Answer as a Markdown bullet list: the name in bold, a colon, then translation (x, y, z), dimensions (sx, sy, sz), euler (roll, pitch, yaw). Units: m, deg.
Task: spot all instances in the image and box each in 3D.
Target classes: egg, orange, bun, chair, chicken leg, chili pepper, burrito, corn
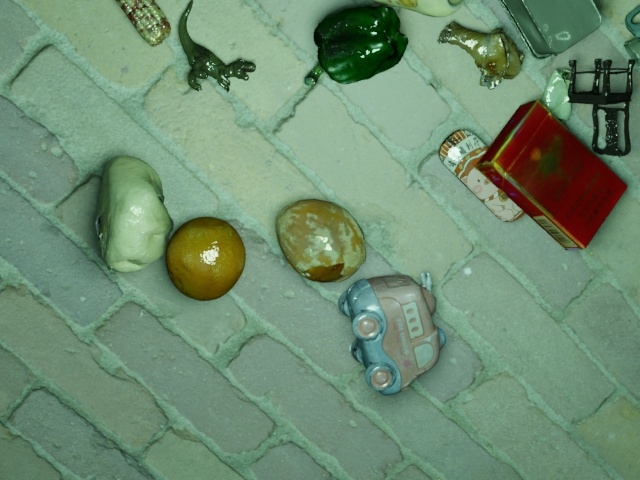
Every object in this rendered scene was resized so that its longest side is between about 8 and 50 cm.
- **egg**: translation (0.000, 0.000, 1.804), dimensions (0.233, 0.195, 0.195), euler (35, 104, -13)
- **orange**: translation (-0.276, 0.045, 1.818), dimensions (0.206, 0.206, 0.205), euler (0, 107, 0)
- **bun**: translation (-0.435, -0.057, 1.768), dimensions (0.169, 0.273, 0.272), euler (-1, 109, -24)
- **chair**: translation (0.642, -0.300, 1.736), dimensions (0.113, 0.106, 0.229), euler (-13, 108, -32)
- **chicken leg**: translation (0.372, -0.436, 1.729), dimensions (0.196, 0.080, 0.125), euler (42, 115, -11)
- **chili pepper**: translation (0.060, -0.427, 1.686), dimensions (0.261, 0.174, 0.165), euler (-6, 115, 41)
- **burrito**: translation (0.557, -0.341, 1.772), dimensions (0.074, 0.044, 0.118), euler (13, 109, -1)
- **corn**: translation (-0.424, -0.545, 1.701), dimensions (0.080, 0.079, 0.237), euler (-36, 100, 10)

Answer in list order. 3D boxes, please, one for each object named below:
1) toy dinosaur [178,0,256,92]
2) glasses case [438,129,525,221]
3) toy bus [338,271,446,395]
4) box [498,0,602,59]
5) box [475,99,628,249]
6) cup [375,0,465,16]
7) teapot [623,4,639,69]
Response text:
- **toy dinosaur**: translation (-0.245, -0.436, 1.761), dimensions (0.187, 0.087, 0.178), euler (14, 70, -20)
- **glasses case**: translation (0.395, -0.154, 1.817), dimensions (0.267, 0.067, 0.103), euler (41, 97, -12)
- **toy bus**: translation (0.188, 0.220, 1.877), dimensions (0.232, 0.197, 0.294), euler (-17, 105, -6)
- **box**: translation (0.503, -0.525, 1.670), dimensions (0.163, 0.135, 0.243), euler (-33, 104, 9)
- **box**: translation (0.540, -0.150, 1.773), dimensions (0.313, 0.089, 0.197), euler (40, 79, -12)
- **cup**: translation (0.214, -0.601, 1.560), dimensions (0.202, 0.173, 0.255), euler (25, 110, 30)
- **teapot**: translation (0.797, -0.469, 1.684), dimensions (0.225, 0.171, 0.203), euler (-39, 71, 18)
